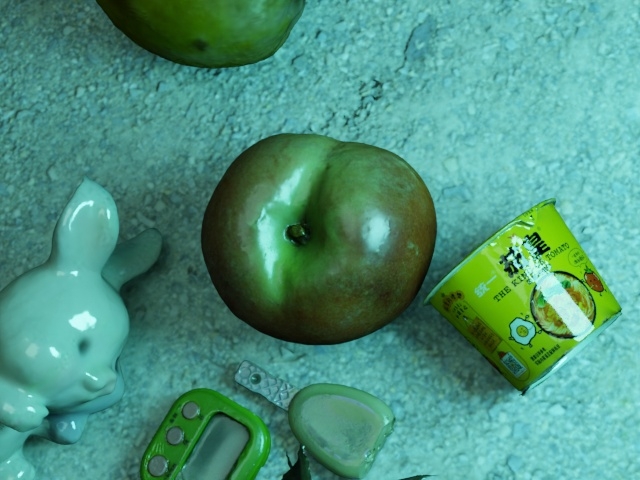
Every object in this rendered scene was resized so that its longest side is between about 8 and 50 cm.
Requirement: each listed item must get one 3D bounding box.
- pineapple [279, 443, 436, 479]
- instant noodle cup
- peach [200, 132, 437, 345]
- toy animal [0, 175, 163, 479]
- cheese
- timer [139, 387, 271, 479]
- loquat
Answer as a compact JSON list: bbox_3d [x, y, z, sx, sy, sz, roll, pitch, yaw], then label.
[{"bbox_3d":[0.080,0.310,1.220,0.365,0.165,0.165,10,76,17],"label":"pineapple"},{"bbox_3d":[0.222,0.066,1.262,0.182,0.182,0.144,-38,77,-1],"label":"instant noodle cup"},{"bbox_3d":[0.000,0.000,1.295,0.252,0.252,0.252,-4,72,12],"label":"peach"},{"bbox_3d":[-0.336,0.107,1.364,0.367,0.196,0.241,-41,67,0],"label":"toy animal"},{"bbox_3d":[-0.014,0.190,1.344,0.192,0.037,0.097,26,79,20],"label":"cheese"},{"bbox_3d":[-0.129,0.245,1.349,0.128,0.047,0.140,27,81,21],"label":"timer"},{"bbox_3d":[-0.142,-0.346,1.432,0.284,0.276,0.276,29,81,3],"label":"loquat"}]
